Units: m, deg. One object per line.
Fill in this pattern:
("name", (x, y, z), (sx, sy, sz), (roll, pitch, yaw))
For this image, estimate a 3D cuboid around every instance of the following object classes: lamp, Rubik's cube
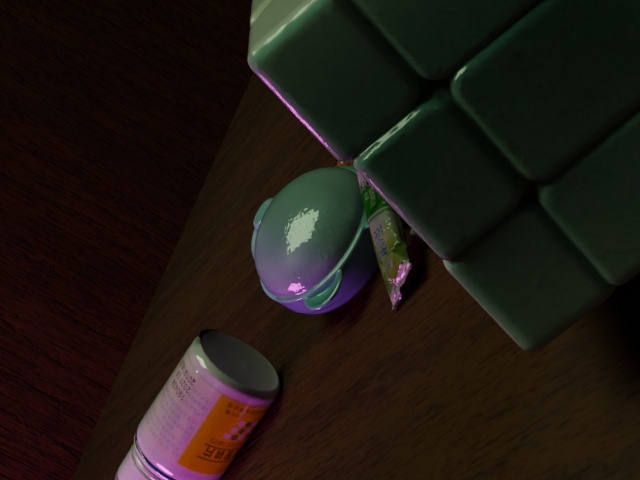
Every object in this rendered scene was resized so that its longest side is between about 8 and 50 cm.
("lamp", (-0.009, -0.007, 1.866), (0.209, 0.147, 0.284), (-57, 12, -5))
("Rubik's cube", (0.160, -0.171, 1.045), (0.322, 0.316, 0.318), (-41, 18, 14))

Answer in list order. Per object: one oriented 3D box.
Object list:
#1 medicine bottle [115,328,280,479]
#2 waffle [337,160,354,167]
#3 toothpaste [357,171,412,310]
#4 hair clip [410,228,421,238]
("medicine bottle", (-0.178, 0.266, 1.937), (0.258, 0.143, 0.143), (-55, 14, 20))
("waffle", (0.077, -0.138, 2.045), (0.231, 0.051, 0.228), (-58, 13, 13))
("toothpaste", (0.081, -0.027, 1.681), (0.248, 0.047, 0.078), (-100, 21, -44))
("hair clip", (0.157, -0.069, 1.594), (0.140, 0.054, 0.220), (-59, 15, -14))
